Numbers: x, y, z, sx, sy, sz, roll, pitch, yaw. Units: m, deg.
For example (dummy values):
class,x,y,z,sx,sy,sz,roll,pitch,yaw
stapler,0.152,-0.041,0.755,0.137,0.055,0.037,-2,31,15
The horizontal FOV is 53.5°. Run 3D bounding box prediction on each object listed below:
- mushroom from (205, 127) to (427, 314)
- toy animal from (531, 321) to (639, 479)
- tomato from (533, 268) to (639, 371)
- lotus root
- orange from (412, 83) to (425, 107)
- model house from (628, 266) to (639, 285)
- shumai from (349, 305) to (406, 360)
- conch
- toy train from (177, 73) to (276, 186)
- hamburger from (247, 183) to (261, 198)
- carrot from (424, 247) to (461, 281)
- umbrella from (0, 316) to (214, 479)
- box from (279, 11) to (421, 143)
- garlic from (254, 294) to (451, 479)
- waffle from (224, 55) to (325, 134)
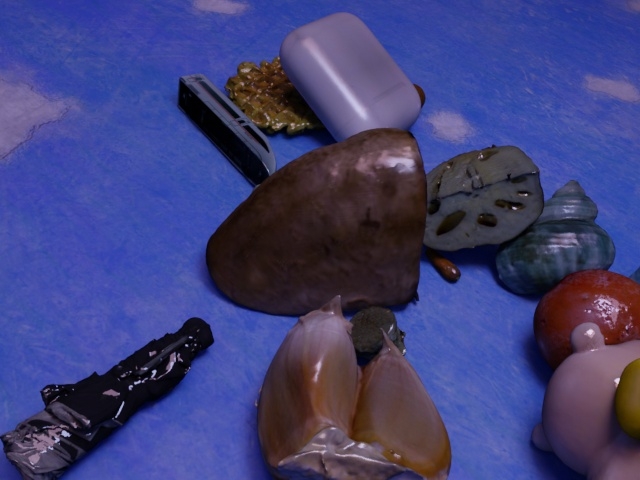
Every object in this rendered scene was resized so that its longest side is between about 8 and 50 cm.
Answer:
class,x,y,z,sx,sy,sz,roll,pitch,yaw
mushroom,-0.015,-0.029,1.159,0.397,0.314,0.224,-7,43,-9
toy animal,0.465,0.305,0.980,0.277,0.345,0.246,1,7,-37
tomato,0.483,0.148,1.126,0.208,0.208,0.184,2,40,-8
lotus root,0.317,-0.090,1.361,0.267,0.149,0.260,-15,19,10
orange,0.242,-0.383,1.705,0.085,0.085,0.085,5,45,-5
model house,0.795,0.066,1.182,0.251,0.329,0.295,-13,51,-18
shumai,0.102,0.176,1.120,0.123,0.087,0.099,-5,46,51
conch,0.494,0.000,1.311,0.220,0.195,0.277,20,77,18
toy train,-0.200,-0.252,1.483,0.088,0.086,0.407,-20,52,-34
hamburger,-0.096,-0.077,1.326,0.121,0.084,0.054,21,44,8
carrot,0.251,0.049,1.305,0.032,0.032,0.093,-20,49,-27
umbrella,-0.309,0.222,0.972,0.113,0.106,0.357,33,49,26
box,0.077,-0.389,1.558,0.349,0.141,0.288,52,48,0
garlic,0.040,0.256,0.934,0.286,0.249,0.313,-9,25,3
waffle,-0.094,-0.377,1.638,0.302,0.068,0.325,-2,44,-13
